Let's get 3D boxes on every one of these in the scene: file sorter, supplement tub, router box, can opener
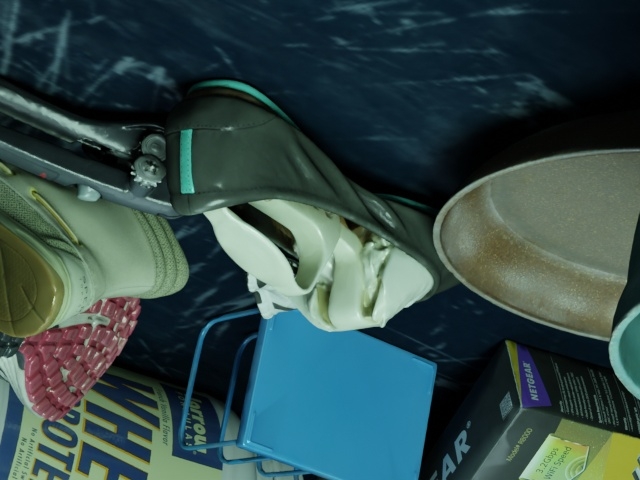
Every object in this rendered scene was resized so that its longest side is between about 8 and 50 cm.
[{"bbox_3d":[-0.012,0.133,1.439,0.170,0.118,0.104,24,156,-33],"label":"file sorter"},{"bbox_3d":[-0.202,0.223,1.570,0.325,0.235,0.235,20,155,-26],"label":"supplement tub"},{"bbox_3d":[0.192,0.240,1.483,0.243,0.081,0.309,16,126,-18],"label":"router box"},{"bbox_3d":[-0.159,-0.058,1.102,0.186,0.059,0.073,18,157,-23],"label":"can opener"}]

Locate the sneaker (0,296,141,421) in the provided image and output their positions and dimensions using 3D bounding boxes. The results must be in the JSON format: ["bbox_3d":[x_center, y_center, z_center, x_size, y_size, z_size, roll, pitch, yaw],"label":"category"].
[{"bbox_3d":[-0.225,0.036,1.317,0.112,0.121,0.299,32,169,25],"label":"sneaker"}]

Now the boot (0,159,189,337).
[{"bbox_3d":[-0.196,-0.027,1.147,0.213,0.077,0.165,40,-156,19],"label":"boot"}]

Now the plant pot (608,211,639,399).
[{"bbox_3d":[0.286,-0.028,0.825,0.293,0.196,0.293,7,159,3],"label":"plant pot"}]

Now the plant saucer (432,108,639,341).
[{"bbox_3d":[0.224,-0.005,1.102,0.310,0.050,0.310,7,157,3],"label":"plant saucer"}]

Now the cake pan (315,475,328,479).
[{"bbox_3d":[0.111,0.286,1.709,0.293,0.054,0.293,28,167,7],"label":"cake pan"}]

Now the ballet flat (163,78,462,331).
[{"bbox_3d":[0.000,0.000,1.135,0.095,0.096,0.280,-12,150,40],"label":"ballet flat"}]

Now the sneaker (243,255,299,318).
[{"bbox_3d":[-0.031,0.021,1.288,0.044,0.040,0.109,-11,159,5],"label":"sneaker"}]
